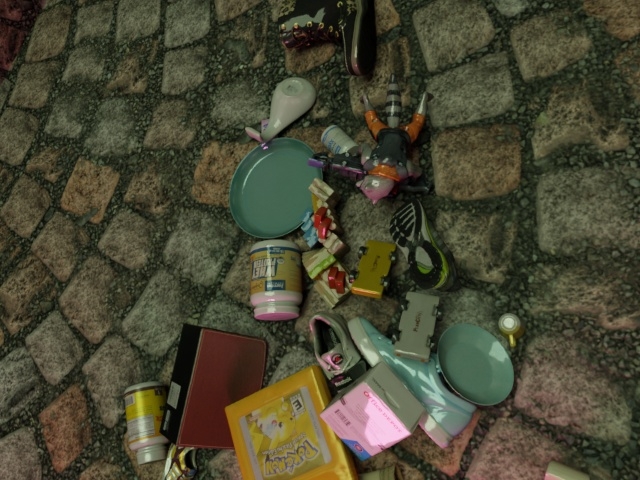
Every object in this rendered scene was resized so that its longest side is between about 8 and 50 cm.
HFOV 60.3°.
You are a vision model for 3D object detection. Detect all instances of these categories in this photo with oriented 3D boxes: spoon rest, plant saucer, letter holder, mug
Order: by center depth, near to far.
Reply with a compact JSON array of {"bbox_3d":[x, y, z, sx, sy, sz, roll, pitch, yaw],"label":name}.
[{"bbox_3d":[0.347,0.286,1.258,0.194,0.037,0.195,10,53,-14],"label":"plant saucer"},{"bbox_3d":[0.443,0.200,1.269,0.062,0.064,0.078,-40,63,9],"label":"mug"},{"bbox_3d":[-0.288,0.401,1.520,0.152,0.214,0.302,-6,71,57],"label":"letter holder"},{"bbox_3d":[-0.131,-0.155,1.655,0.317,0.043,0.318,-7,73,23],"label":"plant saucer"},{"bbox_3d":[-0.121,-0.399,1.688,0.137,0.084,0.276,32,68,18],"label":"spoon rest"}]

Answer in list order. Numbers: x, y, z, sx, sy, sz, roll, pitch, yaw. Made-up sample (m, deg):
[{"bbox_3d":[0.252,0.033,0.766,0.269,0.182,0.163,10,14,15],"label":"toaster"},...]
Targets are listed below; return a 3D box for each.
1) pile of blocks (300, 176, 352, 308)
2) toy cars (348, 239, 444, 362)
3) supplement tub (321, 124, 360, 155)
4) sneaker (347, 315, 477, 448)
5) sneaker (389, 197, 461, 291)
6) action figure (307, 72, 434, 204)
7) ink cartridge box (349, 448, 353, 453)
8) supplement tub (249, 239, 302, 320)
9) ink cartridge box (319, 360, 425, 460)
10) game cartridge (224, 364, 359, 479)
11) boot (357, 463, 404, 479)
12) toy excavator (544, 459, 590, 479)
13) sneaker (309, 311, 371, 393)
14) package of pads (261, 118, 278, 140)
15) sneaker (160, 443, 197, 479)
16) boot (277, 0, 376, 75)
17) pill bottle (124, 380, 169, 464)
[{"bbox_3d":[0.000,0.000,1.479,0.148,0.112,0.363,-16,76,14],"label":"pile of blocks"},{"bbox_3d":[0.181,0.151,1.351,0.176,0.087,0.394,-18,44,-16],"label":"toy cars"},{"bbox_3d":[0.058,-0.276,1.587,0.071,0.071,0.107,-46,61,6],"label":"supplement tub"},{"bbox_3d":[0.220,0.301,1.318,0.150,0.135,0.366,-41,70,-1],"label":"sneaker"},{"bbox_3d":[0.264,0.016,1.389,0.111,0.121,0.300,-37,43,27],"label":"sneaker"},{"bbox_3d":[0.138,-0.256,1.446,0.340,0.179,0.331,7,67,4],"label":"action figure"},{"bbox_3d":[-0.053,0.499,1.419,0.189,0.066,0.232,-41,67,9],"label":"ink cartridge box"},{"bbox_3d":[-0.122,0.111,1.513,0.144,0.144,0.200,-11,71,22],"label":"supplement tub"},{"bbox_3d":[0.115,0.387,1.240,0.148,0.086,0.203,47,132,6],"label":"ink cartridge box"},{"bbox_3d":[-0.075,0.509,1.341,0.285,0.052,0.324,-29,61,14],"label":"game cartridge"},{"bbox_3d":[0.119,0.665,1.267,0.203,0.095,0.262,-19,61,19],"label":"boot"},{"bbox_3d":[0.401,0.705,1.030,0.222,0.432,0.446,17,110,28],"label":"toy excavator"},{"bbox_3d":[0.060,0.323,1.369,0.122,0.146,0.331,-38,64,9],"label":"sneaker"},{"bbox_3d":[-0.160,-0.342,1.729,0.050,0.032,0.084,-10,71,25],"label":"package of pads"},{"bbox_3d":[-0.388,0.654,1.520,0.083,0.069,0.186,-1,76,29],"label":"sneaker"},{"bbox_3d":[0.017,-0.635,1.673,0.283,0.138,0.378,-8,68,22],"label":"boot"},{"bbox_3d":[-0.493,0.523,1.580,0.117,0.117,0.215,-22,67,18],"label":"pill bottle"}]
